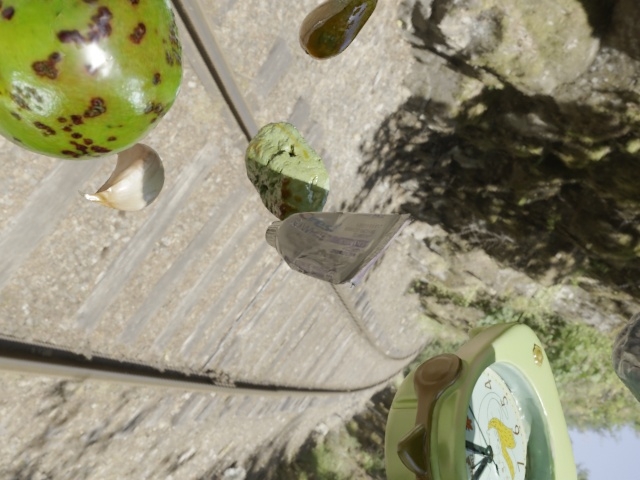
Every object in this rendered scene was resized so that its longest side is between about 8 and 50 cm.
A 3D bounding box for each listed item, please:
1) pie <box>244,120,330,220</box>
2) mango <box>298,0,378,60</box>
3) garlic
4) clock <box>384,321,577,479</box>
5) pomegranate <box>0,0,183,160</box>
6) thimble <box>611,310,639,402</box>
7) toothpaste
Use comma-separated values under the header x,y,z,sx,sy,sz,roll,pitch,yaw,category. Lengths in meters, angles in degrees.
x,y,z,sx,sy,sz,roll,pitch,yaw,category
-0.082,-0.136,1.275,0.090,0.248,0.201,-18,154,-47,pie
0.030,-0.389,1.015,0.163,0.089,0.111,-27,-146,43,mango
-0.393,-0.134,1.218,0.115,0.128,0.206,-30,-155,24,garlic
0.200,0.270,0.731,0.117,0.286,0.348,-17,174,43,clock
-0.217,-0.188,0.532,0.211,0.211,0.263,-65,173,33,pomegranate
0.514,0.157,0.717,0.236,0.172,0.205,-40,-174,37,thimble
0.000,0.002,0.737,0.282,0.068,0.099,7,-100,62,toothpaste
